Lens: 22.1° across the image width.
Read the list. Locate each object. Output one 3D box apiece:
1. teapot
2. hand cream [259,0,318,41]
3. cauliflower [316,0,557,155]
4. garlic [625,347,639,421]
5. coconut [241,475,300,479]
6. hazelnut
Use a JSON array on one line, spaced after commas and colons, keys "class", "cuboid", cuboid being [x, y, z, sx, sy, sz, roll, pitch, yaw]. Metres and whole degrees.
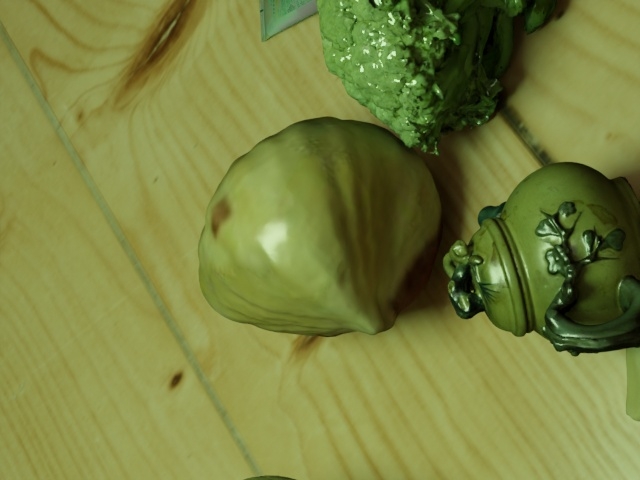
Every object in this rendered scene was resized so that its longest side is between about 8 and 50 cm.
[{"class": "teapot", "cuboid": [0.204, 0.029, 1.469, 0.182, 0.173, 0.269, -15, 30, -2]}, {"class": "hand cream", "cuboid": [-0.013, -0.283, 1.832, 0.174, 0.047, 0.076, -17, 72, 46]}, {"class": "cauliflower", "cuboid": [0.118, -0.242, 1.609, 0.250, 0.275, 0.272, -12, 58, 4]}, {"class": "garlic", "cuboid": [0.298, 0.124, 1.489, 0.053, 0.041, 0.083, 5, 92, 46]}, {"class": "coconut", "cuboid": [-0.017, 0.380, 1.549, 0.323, 0.323, 0.323, -9, 76, 39]}, {"class": "hazelnut", "cuboid": [0.000, 0.000, 1.634, 0.261, 0.261, 0.241, -35, 62, 30]}]
